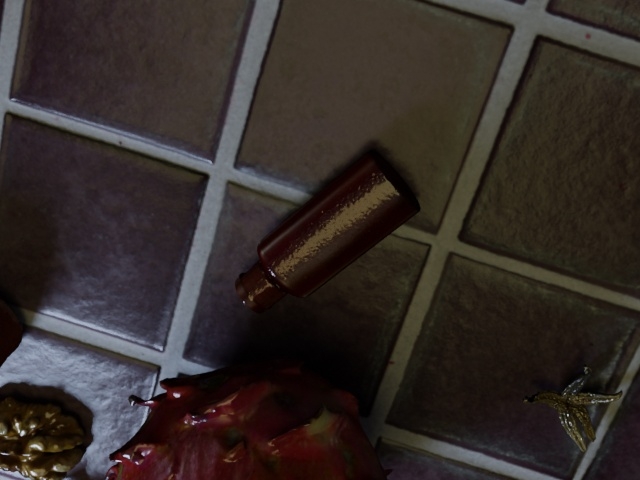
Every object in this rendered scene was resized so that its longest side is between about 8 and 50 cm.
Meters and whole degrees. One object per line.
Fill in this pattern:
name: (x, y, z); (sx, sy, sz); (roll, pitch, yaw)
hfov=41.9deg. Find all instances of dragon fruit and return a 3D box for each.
dragon fruit: (-0.081, 0.273, 1.082); (0.371, 0.386, 0.248); (9, 75, -21)

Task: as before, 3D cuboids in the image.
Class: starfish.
starfish: (0.337, 0.219, 1.147); (0.131, 0.041, 0.133); (12, 110, -5)

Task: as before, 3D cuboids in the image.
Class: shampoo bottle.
shampoo bottle: (0.000, 0.000, 1.093); (0.260, 0.064, 0.102); (-39, 102, 19)

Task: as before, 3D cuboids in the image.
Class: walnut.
walnut: (-0.446, 0.309, 1.267); (0.170, 0.069, 0.142); (10, 110, 0)

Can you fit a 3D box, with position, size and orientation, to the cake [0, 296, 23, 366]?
cake: (-0.574, 0.164, 1.183); (0.283, 0.151, 0.177); (-32, 108, 22)
